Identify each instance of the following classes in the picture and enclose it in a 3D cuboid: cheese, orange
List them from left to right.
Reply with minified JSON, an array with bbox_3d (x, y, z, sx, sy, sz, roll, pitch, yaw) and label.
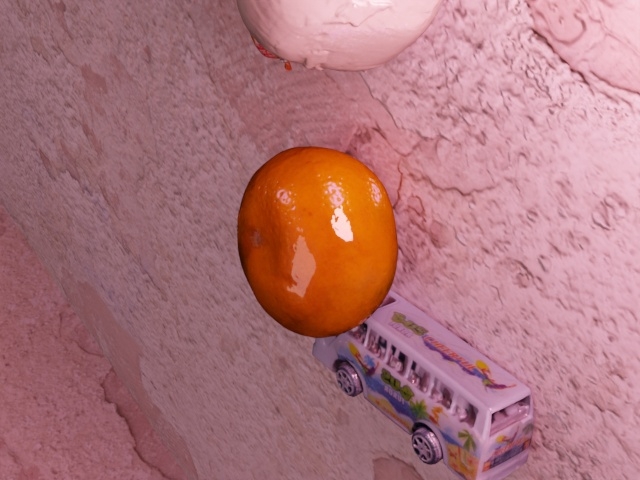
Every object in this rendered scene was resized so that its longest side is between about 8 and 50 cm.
[{"bbox_3d":[0.000,0.000,1.218,0.240,0.171,0.240,8,100,53],"label":"orange"},{"bbox_3d":[0.013,-0.256,0.971,0.198,0.189,0.155,146,119,-62],"label":"cheese"}]

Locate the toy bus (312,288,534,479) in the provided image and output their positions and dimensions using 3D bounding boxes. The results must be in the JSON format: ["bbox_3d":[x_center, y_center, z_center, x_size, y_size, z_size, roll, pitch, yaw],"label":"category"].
[{"bbox_3d":[0.123,0.172,1.257,0.329,0.109,0.136,35,133,42],"label":"toy bus"}]

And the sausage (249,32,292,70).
[{"bbox_3d":[-0.070,-0.315,1.169,0.071,0.071,0.234,16,128,55],"label":"sausage"}]
